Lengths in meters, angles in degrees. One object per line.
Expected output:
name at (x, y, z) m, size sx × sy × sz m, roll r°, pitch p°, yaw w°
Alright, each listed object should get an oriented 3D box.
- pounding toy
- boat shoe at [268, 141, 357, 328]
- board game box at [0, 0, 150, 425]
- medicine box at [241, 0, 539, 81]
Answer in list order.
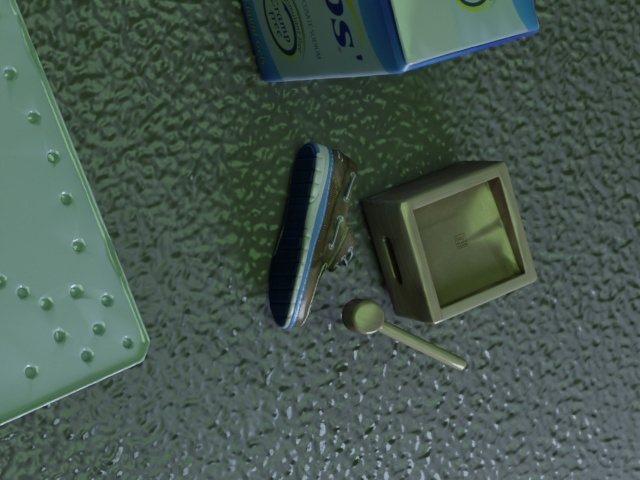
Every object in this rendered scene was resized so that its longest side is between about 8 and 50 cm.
pounding toy at (0.101, 0.038, 1.561) m, size 0.206 × 0.094 × 0.181 m, roll -21°, pitch 102°, yaw -22°
boat shoe at (0.000, 0.000, 1.527) m, size 0.066 × 0.066 × 0.183 m, roll 14°, pitch 88°, yaw -27°
board game box at (-0.374, -0.013, 1.282) m, size 0.390 × 0.050 × 0.390 m, roll -23°, pitch 94°, yaw -35°
medicine box at (0.034, -0.288, 1.398) m, size 0.149 × 0.289 × 0.263 m, roll -20°, pitch 102°, yaw -23°
